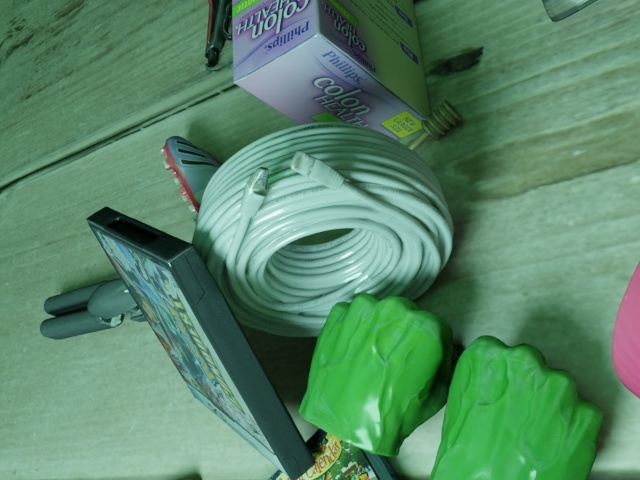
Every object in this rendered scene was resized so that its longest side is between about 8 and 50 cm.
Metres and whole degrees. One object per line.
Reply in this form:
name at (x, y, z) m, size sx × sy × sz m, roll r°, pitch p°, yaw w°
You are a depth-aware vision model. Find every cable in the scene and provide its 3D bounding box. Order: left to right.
cable at (0.000, 0.000, 0.735) m, size 0.257 × 0.257 × 0.089 m, roll -47°, pitch 41°, yaw 38°

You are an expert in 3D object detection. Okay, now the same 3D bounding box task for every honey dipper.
honey dipper at (0.094, -0.094, 0.848) m, size 0.160 × 0.030 × 0.030 m, roll -45°, pitch 50°, yaw 23°

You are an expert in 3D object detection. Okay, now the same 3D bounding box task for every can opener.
can opener at (-0.339, 0.089, 1.094) m, size 0.283 × 0.095 × 0.076 m, roll -15°, pitch 63°, yaw 35°

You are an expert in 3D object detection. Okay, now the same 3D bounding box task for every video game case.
video game case at (-0.133, 0.102, 0.786) m, size 0.035 × 0.275 × 0.248 m, roll -36°, pitch 27°, yaw -22°

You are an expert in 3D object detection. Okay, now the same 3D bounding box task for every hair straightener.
hair straightener at (-0.144, -0.366, 1.144) m, size 0.089 × 0.047 × 0.231 m, roll -7°, pitch 69°, yaw 39°

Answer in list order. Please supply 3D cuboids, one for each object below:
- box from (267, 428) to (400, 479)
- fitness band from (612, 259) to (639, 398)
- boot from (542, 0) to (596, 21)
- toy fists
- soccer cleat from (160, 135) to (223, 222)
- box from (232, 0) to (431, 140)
box at (-0.010, 0.312, 0.759) m, size 0.233 × 0.044 × 0.159 m, roll -48°, pitch 49°, yaw 15°
fitness band at (0.305, -0.008, 0.507) m, size 0.054 × 0.209 × 0.291 m, roll 35°, pitch 97°, yaw 42°
boot at (0.251, -0.358, 0.685) m, size 0.263 × 0.229 × 0.091 m, roll -31°, pitch 12°, yaw 29°
toy fists at (0.113, 0.140, 0.677) m, size 0.279 × 0.096 × 0.142 m, roll 20°, pitch 90°, yaw 35°
soccer cleat at (-0.147, -0.076, 1.022) m, size 0.095 × 0.083 × 0.248 m, roll -29°, pitch 45°, yaw -7°
box at (0.011, -0.255, 0.854) m, size 0.117 × 0.213 × 0.243 m, roll -22°, pitch 60°, yaw 32°
